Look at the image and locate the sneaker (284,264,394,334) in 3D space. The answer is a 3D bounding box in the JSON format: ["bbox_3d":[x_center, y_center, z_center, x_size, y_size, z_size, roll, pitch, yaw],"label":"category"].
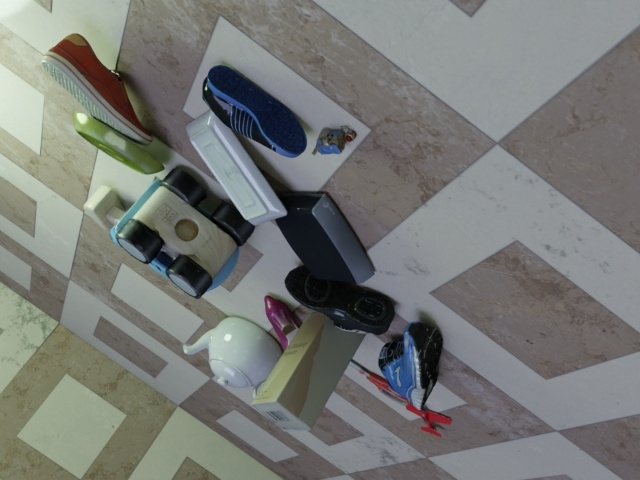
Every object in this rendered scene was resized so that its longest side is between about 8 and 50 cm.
[{"bbox_3d":[0.040,0.158,1.819,0.286,0.109,0.130,26,156,17],"label":"sneaker"}]

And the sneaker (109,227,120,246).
[{"bbox_3d":[-0.528,-0.005,2.183,0.209,0.069,0.082,27,118,28],"label":"sneaker"}]

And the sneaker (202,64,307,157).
[{"bbox_3d":[-0.127,-0.233,1.431,0.232,0.081,0.090,42,153,-1],"label":"sneaker"}]

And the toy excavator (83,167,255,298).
[{"bbox_3d":[-0.420,-0.020,1.924,0.433,0.222,0.445,37,159,-3],"label":"toy excavator"}]

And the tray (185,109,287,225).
[{"bbox_3d":[-0.188,-0.146,1.607,0.145,0.030,0.270,-16,112,53],"label":"tray"}]

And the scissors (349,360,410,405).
[{"bbox_3d":[0.130,0.387,2.147,0.297,0.021,0.109,27,152,9],"label":"scissors"}]

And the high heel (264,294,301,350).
[{"bbox_3d":[-0.102,0.244,2.137,0.117,0.082,0.244,55,178,30],"label":"high heel"}]

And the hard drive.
[{"bbox_3d":[0.000,0.000,1.667,0.172,0.054,0.254,5,140,41],"label":"hard drive"}]

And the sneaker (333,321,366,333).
[{"bbox_3d":[0.085,0.218,1.887,0.109,0.040,0.043,8,149,-9],"label":"sneaker"}]

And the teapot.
[{"bbox_3d":[-0.251,0.376,2.338,0.256,0.187,0.252,7,142,37],"label":"teapot"}]

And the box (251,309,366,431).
[{"bbox_3d":[-0.024,0.318,1.901,0.121,0.311,0.148,42,148,-15],"label":"box"}]

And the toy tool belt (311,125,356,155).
[{"bbox_3d":[0.024,-0.177,1.385,0.083,0.051,0.052,0,137,44],"label":"toy tool belt"}]

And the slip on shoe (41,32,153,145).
[{"bbox_3d":[-0.453,-0.311,1.609,0.123,0.101,0.331,22,162,32],"label":"slip on shoe"}]

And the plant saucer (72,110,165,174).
[{"bbox_3d":[-0.475,-0.216,1.743,0.241,0.037,0.241,30,171,5],"label":"plant saucer"}]

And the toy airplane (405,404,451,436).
[{"bbox_3d":[0.308,0.517,2.160,0.151,0.028,0.151,26,150,16],"label":"toy airplane"}]

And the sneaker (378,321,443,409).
[{"bbox_3d":[0.205,0.298,1.833,0.147,0.129,0.330,23,146,19],"label":"sneaker"}]
